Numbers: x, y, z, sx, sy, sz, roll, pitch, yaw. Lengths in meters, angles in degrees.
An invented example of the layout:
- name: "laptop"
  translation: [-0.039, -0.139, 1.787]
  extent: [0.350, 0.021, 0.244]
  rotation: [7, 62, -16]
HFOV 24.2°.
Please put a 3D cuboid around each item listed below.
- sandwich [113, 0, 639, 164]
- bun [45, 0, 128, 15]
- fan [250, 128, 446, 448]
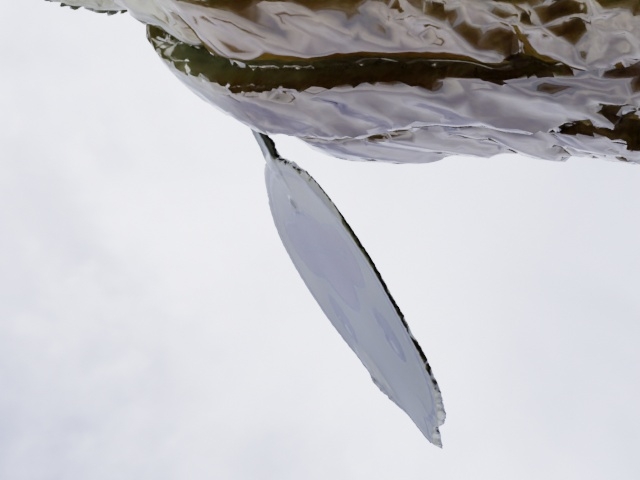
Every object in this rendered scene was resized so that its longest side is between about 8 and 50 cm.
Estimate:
- name: "sandwich"
  translation: [0.076, -0.158, 0.468]
  extent: [0.254, 0.100, 0.288]
  rotation: [8, -113, 43]
- name: "bun"
  translation: [-0.180, -0.258, 0.907]
  extent: [0.287, 0.287, 0.146]
  rotation: [23, -106, 3]
- name: "fan"
  translation: [-0.001, 0.001, 1.012]
  extent: [0.011, 0.229, 0.335]
  rotation: [-30, -83, -11]
